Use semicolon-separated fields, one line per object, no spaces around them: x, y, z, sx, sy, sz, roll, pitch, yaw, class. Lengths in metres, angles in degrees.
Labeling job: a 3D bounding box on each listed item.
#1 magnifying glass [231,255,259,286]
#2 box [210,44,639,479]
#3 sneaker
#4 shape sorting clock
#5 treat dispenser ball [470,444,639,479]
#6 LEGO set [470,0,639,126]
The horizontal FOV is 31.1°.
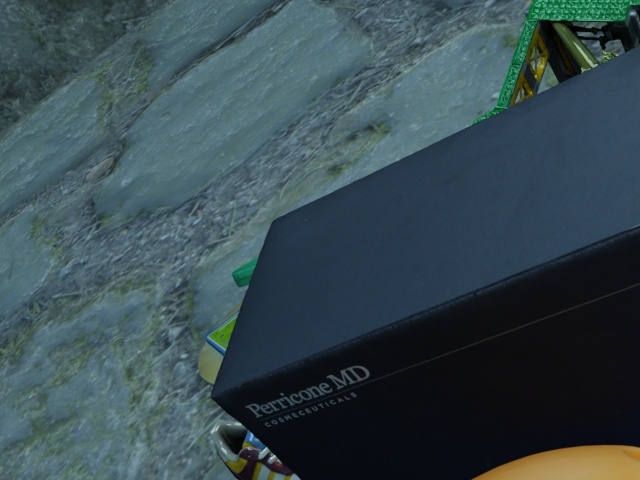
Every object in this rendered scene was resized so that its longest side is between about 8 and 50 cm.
0.000;0.000;1.352;0.230;0.026;0.092;-26;5;15;magnifying glass
0.169;0.084;0.744;0.343;0.312;0.179;-24;32;30;box
-0.028;0.201;1.056;0.185;0.084;0.070;-8;41;44;sneaker
-0.046;0.091;1.277;0.206;0.040;0.206;-31;18;11;shape sorting clock
0.149;0.247;0.576;0.288;0.288;0.288;-28;30;18;treat dispenser ball
0.312;-0.102;1.053;0.331;0.192;0.255;-1;64;30;LEGO set
